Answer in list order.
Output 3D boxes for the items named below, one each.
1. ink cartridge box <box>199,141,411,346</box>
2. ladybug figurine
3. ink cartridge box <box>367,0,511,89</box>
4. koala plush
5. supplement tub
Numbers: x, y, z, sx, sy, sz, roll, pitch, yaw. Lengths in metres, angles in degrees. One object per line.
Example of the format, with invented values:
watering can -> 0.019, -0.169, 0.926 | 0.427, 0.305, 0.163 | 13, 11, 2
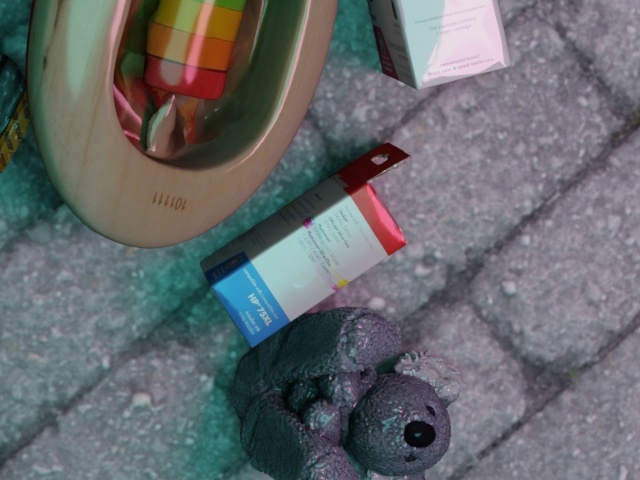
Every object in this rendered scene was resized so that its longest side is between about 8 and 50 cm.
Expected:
ink cartridge box -> 0.000, 0.000, 1.875 | 0.231, 0.134, 0.078 | -33, 103, -2
ladybug figurine -> -0.138, -0.220, 1.776 | 0.305, 0.162, 0.449 | 14, 97, -38
ink cartridge box -> 0.095, -0.277, 1.822 | 0.100, 0.172, 0.237 | -14, 102, -7
koala plush -> 0.043, 0.173, 1.913 | 0.221, 0.203, 0.196 | 18, 85, -33
supplement tub -> -0.367, -0.147, 1.798 | 0.190, 0.117, 0.117 | 28, 95, -13
